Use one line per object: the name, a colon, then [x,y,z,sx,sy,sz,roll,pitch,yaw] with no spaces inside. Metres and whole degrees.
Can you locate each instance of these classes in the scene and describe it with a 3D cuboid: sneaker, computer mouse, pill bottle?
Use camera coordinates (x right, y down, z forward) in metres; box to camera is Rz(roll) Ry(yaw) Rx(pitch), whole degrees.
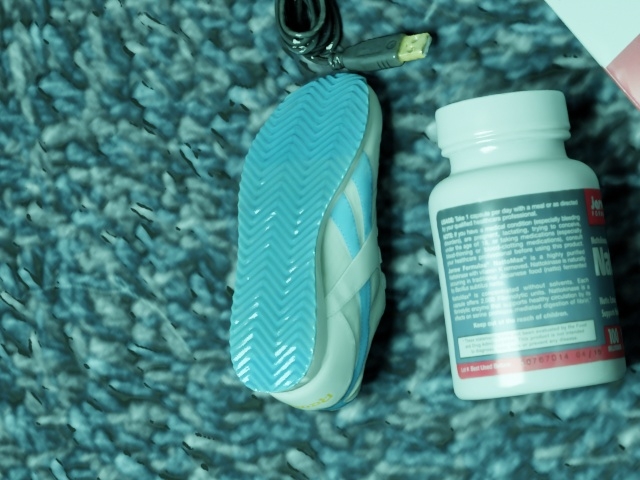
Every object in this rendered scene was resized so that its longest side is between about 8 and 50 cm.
sneaker: [0.000,0.000,1.187,0.087,0.092,0.228,1,72,32]
computer mouse: [0.062,-0.211,1.160,0.262,0.060,0.184,-10,85,30]
pill bottle: [0.123,0.003,1.100,0.108,0.108,0.180,-10,86,29]

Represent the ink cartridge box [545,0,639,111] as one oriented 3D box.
ink cartridge box: [0.199,-0.173,1.043,0.127,0.128,0.176,-46,70,22]
